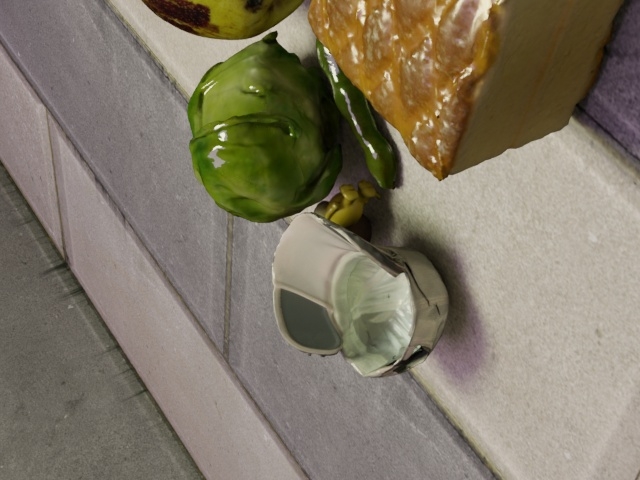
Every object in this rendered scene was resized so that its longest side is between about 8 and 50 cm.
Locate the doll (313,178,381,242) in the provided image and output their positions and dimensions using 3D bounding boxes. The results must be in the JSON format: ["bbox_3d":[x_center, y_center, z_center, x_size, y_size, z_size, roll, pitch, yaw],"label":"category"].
[{"bbox_3d":[0.029,-0.022,1.724,0.188,0.145,0.096,-49,64,24],"label":"doll"}]

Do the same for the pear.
[{"bbox_3d":[-0.140,-0.405,1.567,0.283,0.284,0.283,45,148,39],"label":"pear"}]

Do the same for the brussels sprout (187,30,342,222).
[{"bbox_3d":[-0.083,-0.156,1.692,0.294,0.227,0.259,56,-154,-67],"label":"brussels sprout"}]

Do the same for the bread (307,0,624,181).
[{"bbox_3d":[0.147,-0.262,1.177,0.279,0.207,0.279,52,150,30],"label":"bread"}]

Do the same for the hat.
[{"bbox_3d":[0.058,0.068,1.639,0.275,0.161,0.232,35,124,0],"label":"hat"}]

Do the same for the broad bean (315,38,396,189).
[{"bbox_3d":[0.053,-0.189,1.620,0.256,0.052,0.053,65,-163,-3],"label":"broad bean"}]
